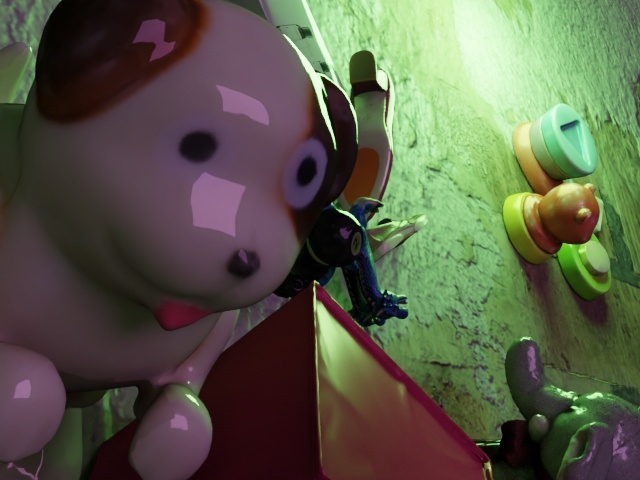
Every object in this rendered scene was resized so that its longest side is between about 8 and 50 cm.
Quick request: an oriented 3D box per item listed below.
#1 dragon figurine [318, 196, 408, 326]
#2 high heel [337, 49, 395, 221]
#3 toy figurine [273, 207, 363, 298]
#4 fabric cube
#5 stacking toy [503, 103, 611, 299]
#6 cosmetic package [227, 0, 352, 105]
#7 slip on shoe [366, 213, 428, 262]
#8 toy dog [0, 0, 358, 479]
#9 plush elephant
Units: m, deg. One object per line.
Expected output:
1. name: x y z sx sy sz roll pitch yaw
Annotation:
1. dragon figurine: 0.000 0.000 1.172 0.289 0.085 0.144 34 46 -35
2. high heel: 0.064 -0.124 1.351 0.117 0.082 0.244 51 34 -65
3. toy figurine: -0.080 -0.042 1.009 0.209 0.148 0.213 -4 73 -29
4. fabric cube: -0.018 0.244 0.802 0.259 0.258 0.254 47 16 -20
5. stacking toy: 0.445 -0.067 1.701 0.279 0.130 0.309 38 44 -29
6. cosmetic package: -0.052 -0.263 1.285 0.099 0.060 0.239 -20 85 -53
7. slip on shoe: 0.095 -0.013 1.327 0.041 0.051 0.135 53 43 5
8. toy dog: -0.159 -0.009 0.724 0.284 0.408 0.395 34 47 -34
9. plush elephant: 0.222 0.230 1.042 0.330 0.255 0.272 42 17 28
